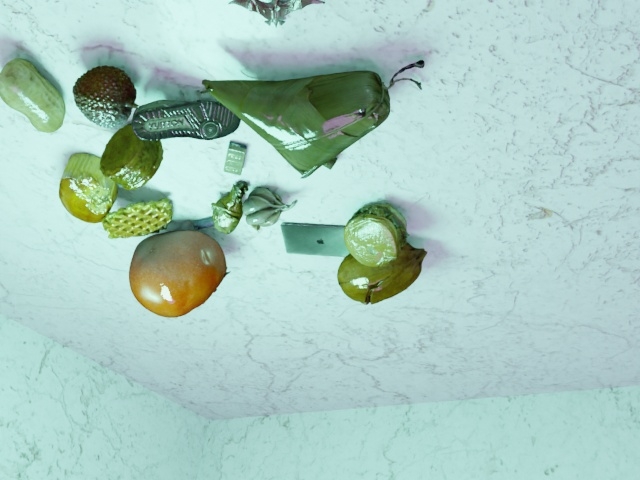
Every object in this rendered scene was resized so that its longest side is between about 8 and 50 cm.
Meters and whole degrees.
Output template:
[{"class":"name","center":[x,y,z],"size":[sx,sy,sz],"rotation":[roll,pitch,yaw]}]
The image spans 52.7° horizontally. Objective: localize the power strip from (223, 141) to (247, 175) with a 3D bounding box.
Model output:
[{"class":"power strip","center":[-0.256,-0.246,1.943],"size":[0.056,0.032,0.123],"rotation":[13,147,-8]}]

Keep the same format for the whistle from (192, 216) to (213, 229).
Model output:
[{"class":"whistle","center":[-0.372,-0.066,2.247],"size":[0.176,0.033,0.033],"rotation":[-11,142,28]}]

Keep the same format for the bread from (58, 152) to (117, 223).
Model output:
[{"class":"bread","center":[-0.757,-0.160,2.109],"size":[0.179,0.133,0.250],"rotation":[20,145,-10]}]

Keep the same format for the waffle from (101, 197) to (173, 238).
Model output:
[{"class":"waffle","center":[-0.618,-0.072,2.190],"size":[0.238,0.058,0.243],"rotation":[-13,160,-21]}]

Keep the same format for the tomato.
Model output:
[{"class":"tomato","center":[-0.504,0.099,2.270],"size":[0.341,0.341,0.272],"rotation":[-13,128,30]}]

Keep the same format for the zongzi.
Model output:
[{"class":"zongzi","center":[-0.013,-0.364,1.580],"size":[0.418,0.181,0.447],"rotation":[32,139,-30]}]

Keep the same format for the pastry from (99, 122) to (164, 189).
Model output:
[{"class":"pastry","center":[-0.549,-0.244,1.880],"size":[0.189,0.188,0.103],"rotation":[-13,146,31]}]

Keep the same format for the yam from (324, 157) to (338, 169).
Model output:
[{"class":"yam","center":[0.009,-0.239,1.879],"size":[0.094,0.043,0.043],"rotation":[27,143,-26]}]

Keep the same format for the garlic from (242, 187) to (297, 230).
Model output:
[{"class":"garlic","center":[-0.162,-0.099,2.050],"size":[0.194,0.131,0.127],"rotation":[-4,149,35]}]

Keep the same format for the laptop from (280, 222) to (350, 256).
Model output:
[{"class":"laptop","center":[0.000,0.000,2.274],"size":[0.269,0.015,0.187],"rotation":[3,147,9]}]

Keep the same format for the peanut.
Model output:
[{"class":"peanut","center":[-0.787,-0.389,1.775],"size":[0.137,0.122,0.253],"rotation":[4,153,24]}]

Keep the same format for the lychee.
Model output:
[{"class":"lychee","center":[-0.552,-0.375,1.694],"size":[0.197,0.165,0.165],"rotation":[14,148,8]}]

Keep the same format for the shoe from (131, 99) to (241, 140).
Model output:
[{"class":"shoe","center":[-0.376,-0.342,1.771],"size":[0.293,0.149,0.109],"rotation":[-9,118,-23]}]

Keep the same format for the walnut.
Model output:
[{"class":"walnut","center":[0.215,0.103,2.222],"size":[0.336,0.209,0.209],"rotation":[-25,136,25]}]

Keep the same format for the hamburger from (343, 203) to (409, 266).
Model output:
[{"class":"hamburger","center":[0.173,-0.019,2.084],"size":[0.189,0.122,0.215],"rotation":[45,131,-8]}]

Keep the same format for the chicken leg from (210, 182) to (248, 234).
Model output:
[{"class":"chicken leg","center":[-0.299,-0.113,2.114],"size":[0.103,0.088,0.227],"rotation":[35,136,10]}]

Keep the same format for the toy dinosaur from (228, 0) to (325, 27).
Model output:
[{"class":"toy dinosaur","center":[-0.099,-0.533,1.463],"size":[0.220,0.032,0.108],"rotation":[-1,144,-2]}]
